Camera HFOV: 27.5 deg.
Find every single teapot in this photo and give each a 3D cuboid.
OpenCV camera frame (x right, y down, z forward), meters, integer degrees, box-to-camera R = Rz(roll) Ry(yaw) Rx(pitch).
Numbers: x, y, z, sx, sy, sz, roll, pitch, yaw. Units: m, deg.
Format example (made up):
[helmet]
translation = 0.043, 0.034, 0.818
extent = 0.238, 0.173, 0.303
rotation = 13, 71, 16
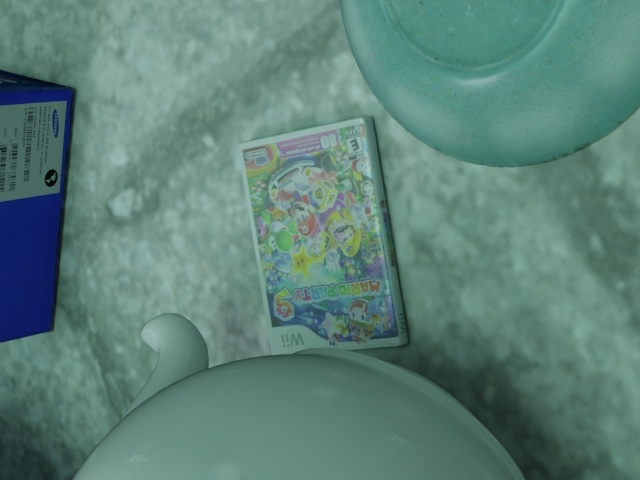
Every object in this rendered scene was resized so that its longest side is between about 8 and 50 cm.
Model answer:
[teapot]
translation = 0.016, 0.143, 0.621
extent = 0.256, 0.187, 0.252
rotation = 49, 144, -10

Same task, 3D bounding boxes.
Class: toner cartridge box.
[toner cartridge box]
translation = -0.321, -0.055, 0.890
extent = 0.348, 0.075, 0.165
rotation = 17, 105, 32

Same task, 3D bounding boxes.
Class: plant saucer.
[plant saucer]
translation = 0.079, -0.130, 0.620
extent = 0.195, 0.037, 0.195
rotation = 6, 100, 34

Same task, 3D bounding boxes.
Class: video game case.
[video game case]
translation = 0.000, 0.000, 0.709
extent = 0.087, 0.011, 0.122
rotation = -9, 91, 36
